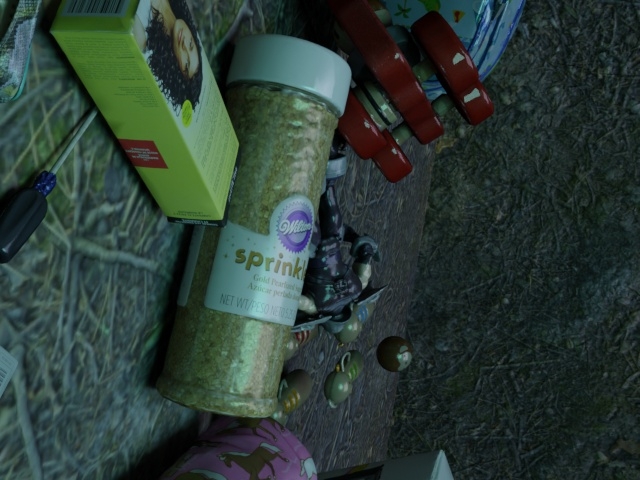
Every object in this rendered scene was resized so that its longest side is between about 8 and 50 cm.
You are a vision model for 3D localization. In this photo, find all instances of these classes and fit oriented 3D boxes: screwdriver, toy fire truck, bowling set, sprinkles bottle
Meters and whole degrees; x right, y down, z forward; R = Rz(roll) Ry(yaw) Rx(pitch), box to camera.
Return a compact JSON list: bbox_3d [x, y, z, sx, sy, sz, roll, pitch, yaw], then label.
[{"bbox_3d":[-0.170,-0.054,0.480,0.025,0.024,0.170,-50,-163,53],"label":"screwdriver"},{"bbox_3d":[0.073,-0.234,0.936,0.254,0.169,0.302,58,12,19],"label":"toy fire truck"},{"bbox_3d":[0.027,0.146,1.062,0.154,0.199,0.287,-34,129,-69],"label":"bowling set"},{"bbox_3d":[-0.064,-0.014,0.722,0.121,0.121,0.356,31,71,-75],"label":"sprinkles bottle"}]

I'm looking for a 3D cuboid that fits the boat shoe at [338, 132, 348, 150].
[{"bbox_3d":[0.021,-0.167,1.073,0.183,0.066,0.066,12,94,-66],"label":"boat shoe"}]

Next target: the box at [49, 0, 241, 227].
[{"bbox_3d":[-0.117,-0.103,0.555,0.232,0.058,0.087,75,21,-61],"label":"box"}]

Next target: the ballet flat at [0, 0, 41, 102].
[{"bbox_3d":[-0.169,-0.133,0.396,0.041,0.041,0.114,40,61,-74],"label":"ballet flat"}]

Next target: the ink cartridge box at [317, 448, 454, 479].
[{"bbox_3d":[0.060,0.451,1.056,0.131,0.306,0.226,-43,114,-69],"label":"ink cartridge box"}]

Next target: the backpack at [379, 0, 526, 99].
[{"bbox_3d":[0.213,-0.422,1.251,0.273,0.290,0.356,-50,156,-47],"label":"backpack"}]

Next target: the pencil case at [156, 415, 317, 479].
[{"bbox_3d":[-0.118,0.299,0.672,0.167,0.160,0.386,-53,175,19],"label":"pencil case"}]

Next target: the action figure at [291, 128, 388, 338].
[{"bbox_3d":[0.000,0.000,0.940,0.185,0.099,0.285,-27,119,-40],"label":"action figure"}]

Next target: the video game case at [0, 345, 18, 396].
[{"bbox_3d":[-0.229,0.103,0.373,0.143,0.019,0.157,77,28,-57],"label":"video game case"}]
